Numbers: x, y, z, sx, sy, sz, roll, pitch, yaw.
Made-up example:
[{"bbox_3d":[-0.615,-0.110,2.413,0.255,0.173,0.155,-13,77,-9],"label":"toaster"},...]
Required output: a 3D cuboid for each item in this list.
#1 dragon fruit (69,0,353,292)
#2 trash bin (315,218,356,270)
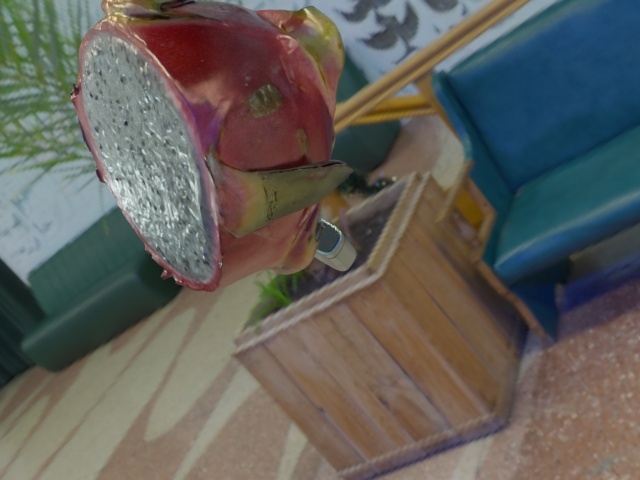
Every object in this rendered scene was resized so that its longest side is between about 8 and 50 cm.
[{"bbox_3d":[-0.084,-0.116,0.906,0.226,0.305,0.305,-26,5,-30],"label":"dragon fruit"},{"bbox_3d":[0.000,0.000,1.704,0.059,0.116,0.130,-57,-20,-5],"label":"trash bin"}]
